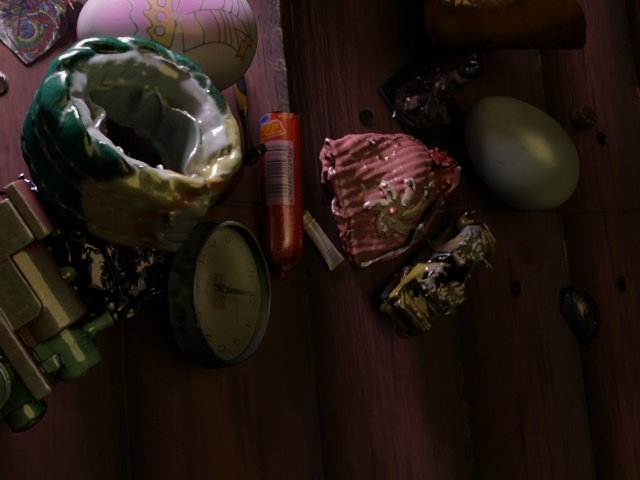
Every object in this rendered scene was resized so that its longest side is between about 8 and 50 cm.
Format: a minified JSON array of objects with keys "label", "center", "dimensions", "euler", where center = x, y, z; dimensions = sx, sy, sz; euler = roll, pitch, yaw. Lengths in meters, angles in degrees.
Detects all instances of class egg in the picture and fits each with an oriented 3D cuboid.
[{"label":"egg","center":[-0.225,-0.313,1.320],"dimensions":[0.271,0.196,0.196],"euler":[5,78,-38]},{"label":"egg","center":[0.388,-0.170,1.709],"dimensions":[0.264,0.183,0.183],"euler":[42,61,-11]}]

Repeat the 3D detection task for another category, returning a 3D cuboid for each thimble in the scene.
[{"label":"thimble","center":[-0.248,-0.125,1.172],"dimensions":[0.254,0.167,0.288],"euler":[-29,78,-41]}]

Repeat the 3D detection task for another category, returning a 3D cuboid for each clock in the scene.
[{"label":"clock","center":[-0.146,0.081,1.323],"dimensions":[0.226,0.049,0.226],"euler":[12,77,-62]}]

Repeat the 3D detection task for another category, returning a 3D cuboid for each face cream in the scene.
[{"label":"face cream","center":[0.000,0.000,1.515],"dimensions":[0.038,0.020,0.115],"euler":[-45,107,-32]}]

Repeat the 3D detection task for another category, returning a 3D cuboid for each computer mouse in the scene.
[{"label":"computer mouse","center":[0.554,0.155,1.839],"dimensions":[0.079,0.047,0.135],"euler":[-33,102,-33]}]

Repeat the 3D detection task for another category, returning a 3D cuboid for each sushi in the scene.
[{"label":"sushi","center":[0.228,0.071,1.591],"dimensions":[0.139,0.131,0.291],"euler":[55,49,-11]}]

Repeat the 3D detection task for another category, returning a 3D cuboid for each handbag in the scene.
[{"label":"handbag","center":[-0.316,-0.014,1.252],"dimensions":[0.162,0.113,0.260],"euler":[-25,92,-43]}]

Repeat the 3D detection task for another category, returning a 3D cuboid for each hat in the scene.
[{"label":"hat","center":[0.142,-0.096,1.576],"dimensions":[0.286,0.107,0.236],"euler":[-19,102,-30]}]

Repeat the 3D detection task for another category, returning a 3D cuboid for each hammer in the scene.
[{"label":"hammer","center":[-0.130,-0.216,1.452],"dimensions":[0.021,0.078,0.201],"euler":[3,68,-35]}]

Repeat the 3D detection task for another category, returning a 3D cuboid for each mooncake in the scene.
[{"label":"mooncake","center":[0.482,-0.371,1.897],"dimensions":[0.347,0.057,0.150],"euler":[31,44,-34]}]

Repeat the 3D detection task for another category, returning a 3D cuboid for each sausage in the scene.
[{"label":"sausage","center":[-0.063,-0.074,1.456],"dimensions":[0.074,0.074,0.274],"euler":[4,78,-33]}]

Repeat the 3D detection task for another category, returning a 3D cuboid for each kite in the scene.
[{"label":"kite","center":[-0.386,-0.394,1.337],"dimensions":[0.285,0.015,0.152],"euler":[-41,104,-32]}]

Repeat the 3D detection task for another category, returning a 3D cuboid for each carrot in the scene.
[{"label":"carrot","center":[0.341,-0.476,1.670],"dimensions":[0.341,0.241,0.241],"euler":[-6,84,-14]}]

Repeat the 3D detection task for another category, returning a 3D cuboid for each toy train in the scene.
[{"label":"toy train","center":[-0.407,0.085,1.121],"dimensions":[0.221,0.150,0.304],"euler":[-32,98,-8]}]

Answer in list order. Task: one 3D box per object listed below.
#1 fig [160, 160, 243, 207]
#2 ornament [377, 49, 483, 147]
[{"label":"fig","center":[-0.192,-0.099,1.349],"dimensions":[0.128,0.128,0.150],"euler":[45,65,-18]},{"label":"ornament","center":[0.239,-0.279,1.625],"dimensions":[0.166,0.196,0.153],"euler":[-45,105,-30]}]
